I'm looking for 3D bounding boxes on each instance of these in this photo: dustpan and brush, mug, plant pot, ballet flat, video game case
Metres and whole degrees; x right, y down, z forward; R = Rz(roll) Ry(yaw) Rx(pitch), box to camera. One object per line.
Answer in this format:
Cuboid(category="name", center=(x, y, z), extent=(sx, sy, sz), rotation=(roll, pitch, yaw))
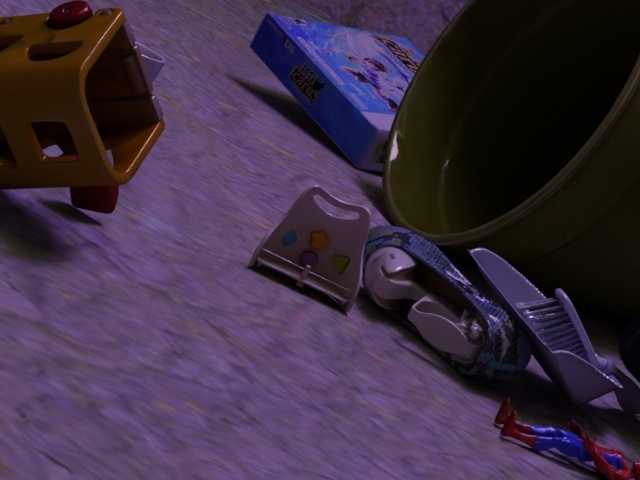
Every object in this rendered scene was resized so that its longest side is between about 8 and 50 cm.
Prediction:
Cuboid(category="dustpan and brush", center=(0.207, 0.093, 1.197), extent=(0.211, 0.060, 0.147), rotation=(56, 0, -39))
Cuboid(category="mug", center=(-0.190, -0.154, 1.391), extent=(0.078, 0.064, 0.062), rotation=(28, 13, 5))
Cuboid(category="plant pot", center=(0.316, -0.072, 1.557), extent=(0.353, 0.366, 0.366), rotation=(33, 8, -27))
Cuboid(category="ballet flat", center=(0.079, 0.044, 1.154), extent=(0.188, 0.070, 0.070), rotation=(34, 14, 37))
Cuboid(category="video game case", center=(0.079, -0.176, 1.874), extent=(0.244, 0.061, 0.269), rotation=(5, 34, -41))

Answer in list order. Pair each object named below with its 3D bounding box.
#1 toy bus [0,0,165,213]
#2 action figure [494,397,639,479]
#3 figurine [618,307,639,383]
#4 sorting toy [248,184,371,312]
Cuboid(category="toy bus", center=(-0.206, -0.083, 0.966), extent=(0.191, 0.202, 0.104), rotation=(32, 42, -7))
Cuboid(category="action figure", center=(0.177, 0.141, 1.041), extent=(0.115, 0.030, 0.038), rotation=(26, 7, -12))
Cuboid(category="figurine", center=(0.314, 0.062, 1.107), extent=(0.092, 0.209, 0.215), rotation=(9, 33, -13))
Cuboid(category="sorting toy", center=(0.000, 0.000, 1.133), extent=(0.083, 0.075, 0.045), rotation=(26, 13, -6))
